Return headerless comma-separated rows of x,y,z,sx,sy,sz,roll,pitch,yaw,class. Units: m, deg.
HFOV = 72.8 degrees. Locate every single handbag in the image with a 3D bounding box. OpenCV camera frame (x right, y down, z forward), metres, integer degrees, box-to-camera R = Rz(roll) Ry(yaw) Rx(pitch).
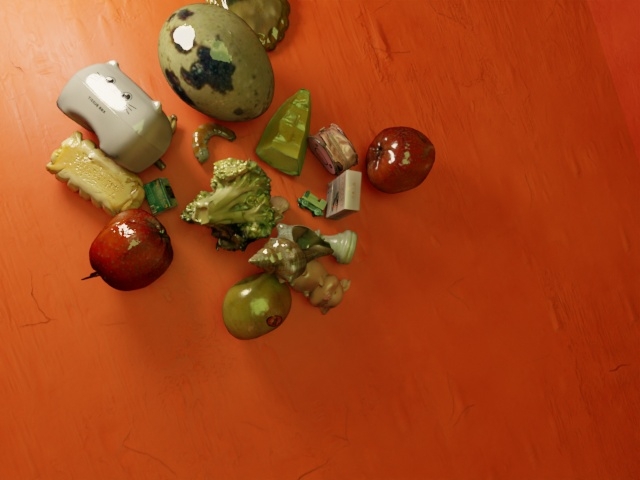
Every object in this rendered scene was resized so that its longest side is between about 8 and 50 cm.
0.050,-0.355,1.719,0.116,0.179,0.205,-37,107,-10,handbag

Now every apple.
-0.229,0.227,1.536,0.260,0.260,0.194,-26,102,-19,apple

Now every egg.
-0.353,-0.602,1.513,0.428,0.345,0.345,44,73,-27,egg

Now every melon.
-0.111,-0.431,1.698,0.196,0.124,0.324,25,71,-20,melon

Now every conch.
-0.108,0.038,1.516,0.386,0.169,0.203,-15,98,-62,conch

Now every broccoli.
-0.304,-0.109,1.473,0.293,0.348,0.281,42,32,12,broccoli

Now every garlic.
-0.197,-0.108,1.661,0.174,0.099,0.124,-23,76,-22,garlic

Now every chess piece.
0.000,0.000,1.710,0.271,0.139,0.139,15,81,-5,chess piece

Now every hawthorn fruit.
-0.643,0.045,1.417,0.300,0.254,0.254,-26,94,-7,hawthorn fruit
0.332,-0.332,1.773,0.299,0.275,0.276,-14,90,-29,hawthorn fruit

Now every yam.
-0.614,-0.314,1.560,0.145,0.032,0.032,47,73,-10,yam

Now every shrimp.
-0.398,-0.361,1.637,0.165,0.049,0.161,0,84,-27,shrimp

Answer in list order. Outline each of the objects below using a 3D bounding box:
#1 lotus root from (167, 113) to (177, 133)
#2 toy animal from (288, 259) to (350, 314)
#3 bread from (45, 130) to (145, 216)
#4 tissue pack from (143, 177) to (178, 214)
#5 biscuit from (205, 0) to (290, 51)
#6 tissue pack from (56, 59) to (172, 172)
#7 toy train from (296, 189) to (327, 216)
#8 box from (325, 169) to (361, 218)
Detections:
-0.572,-0.394,1.565,0.150,0.062,0.073,-50,124,-14,lotus root
-0.017,0.170,1.663,0.166,0.154,0.250,-41,114,21,toy animal
-0.741,-0.205,1.459,0.311,0.121,0.173,40,79,-12,bread
-0.563,-0.157,1.544,0.085,0.079,0.111,-21,91,16,tissue pack
-0.264,-0.916,1.711,0.329,0.078,0.335,46,75,-14,biscuit
-0.651,-0.409,1.422,0.333,0.229,0.236,43,87,7,tissue pack
-0.033,-0.146,1.738,0.122,0.050,0.081,33,71,-13,toy train
0.085,-0.170,1.682,0.066,0.233,0.150,9,81,-16,box
